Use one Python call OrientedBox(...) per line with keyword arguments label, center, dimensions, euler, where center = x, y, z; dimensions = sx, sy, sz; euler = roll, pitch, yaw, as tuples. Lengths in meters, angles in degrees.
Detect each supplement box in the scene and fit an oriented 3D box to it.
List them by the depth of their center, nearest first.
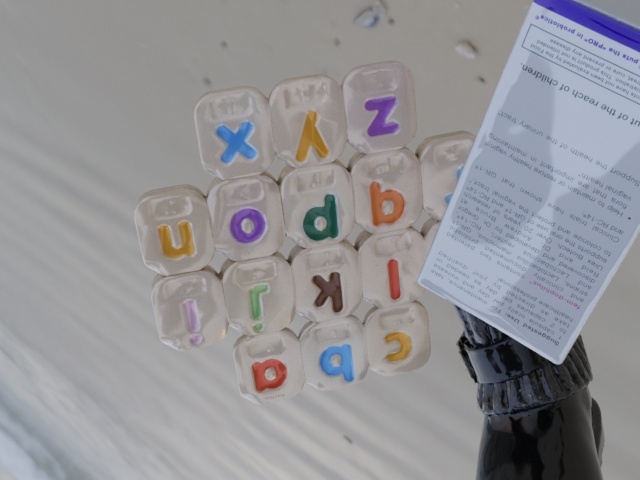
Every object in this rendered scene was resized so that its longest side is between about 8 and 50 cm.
OrientedBox(label="supplement box", center=(0.158, -0.051, 0.586), dimensions=(0.113, 0.111, 0.220), euler=(29, 130, 16))

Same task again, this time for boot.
OrientedBox(label="boot", center=(0.180, 0.139, 0.860), dimensions=(0.131, 0.348, 0.260), euler=(-8, 111, 16))

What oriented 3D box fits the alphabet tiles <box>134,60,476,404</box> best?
OrientedBox(label="alphabet tiles", center=(0.000, 0.000, 0.774), dimensions=(0.021, 0.284, 0.278), euler=(-118, 18, -63))
